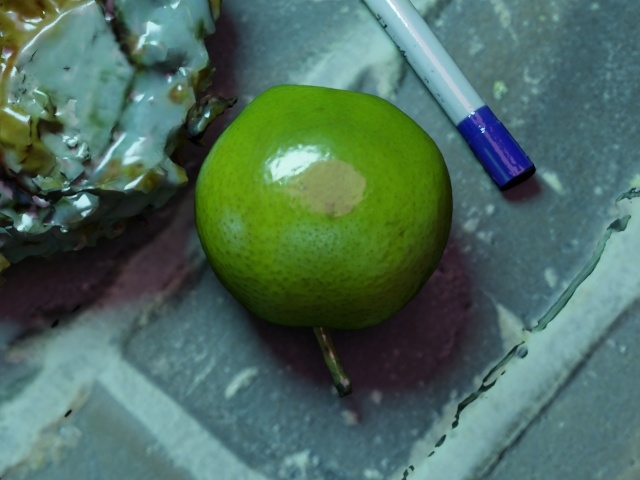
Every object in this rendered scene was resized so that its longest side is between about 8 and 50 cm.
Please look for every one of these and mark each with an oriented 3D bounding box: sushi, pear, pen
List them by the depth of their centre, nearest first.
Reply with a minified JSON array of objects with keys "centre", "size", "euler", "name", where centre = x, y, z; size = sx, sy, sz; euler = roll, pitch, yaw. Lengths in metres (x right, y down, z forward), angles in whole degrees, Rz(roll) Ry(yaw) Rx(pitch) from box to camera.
[{"centre":[-0.257,-0.154,1.203],"size":[0.418,0.176,0.417],"euler":[2,84,-22],"name":"sushi"},{"centre":[0.000,0.000,1.222],"size":[0.180,0.166,0.216],"euler":[1,100,-17],"name":"pear"},{"centre":[0.072,-0.152,1.325],"size":[0.033,0.033,0.269],"euler":[-32,80,-13],"name":"pen"}]
